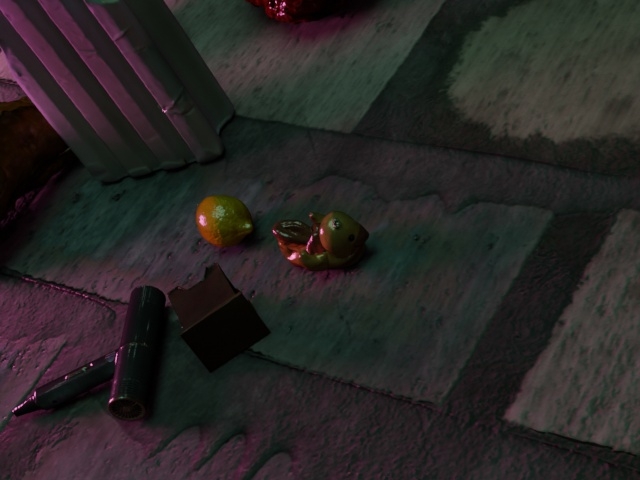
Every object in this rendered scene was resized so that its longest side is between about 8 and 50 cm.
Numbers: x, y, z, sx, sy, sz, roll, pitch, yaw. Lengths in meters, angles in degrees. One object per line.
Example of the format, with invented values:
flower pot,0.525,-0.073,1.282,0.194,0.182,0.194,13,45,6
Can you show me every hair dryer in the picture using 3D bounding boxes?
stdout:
hair dryer,-0.277,0.149,1.535,0.194,0.050,0.173,-17,41,22

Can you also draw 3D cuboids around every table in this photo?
table,-0.120,0.084,1.478,0.083,0.070,0.082,-34,37,0

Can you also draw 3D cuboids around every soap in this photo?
soap,-0.283,-0.236,1.675,0.208,0.347,0.115,-11,47,24

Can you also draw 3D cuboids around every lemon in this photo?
lemon,-0.117,-0.024,1.583,0.092,0.065,0.065,23,65,37

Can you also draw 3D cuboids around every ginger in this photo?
ginger,-0.462,-0.097,1.794,0.321,0.172,0.165,-54,8,-22

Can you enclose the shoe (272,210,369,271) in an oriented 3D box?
shoe,-0.003,0.002,1.482,0.109,0.069,0.072,11,63,45

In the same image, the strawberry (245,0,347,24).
strawberry,-0.043,-0.411,1.809,0.274,0.274,0.221,-5,85,28
